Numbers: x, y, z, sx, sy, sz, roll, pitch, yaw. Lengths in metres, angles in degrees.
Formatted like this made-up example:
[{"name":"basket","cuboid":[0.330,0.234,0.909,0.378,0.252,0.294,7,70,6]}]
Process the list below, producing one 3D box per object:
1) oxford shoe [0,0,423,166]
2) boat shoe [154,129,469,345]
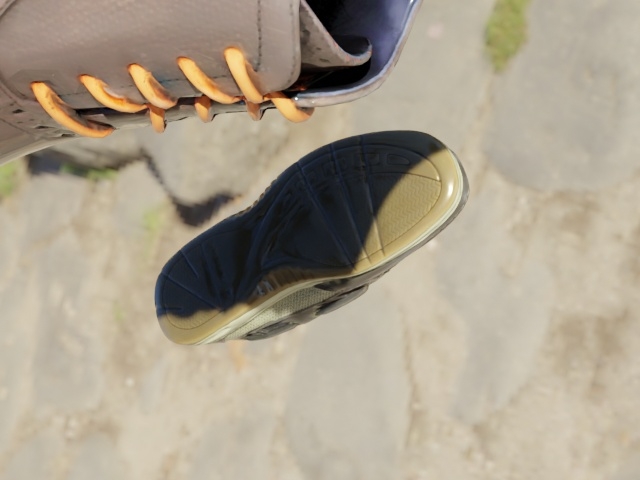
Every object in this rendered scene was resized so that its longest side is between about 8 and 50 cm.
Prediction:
[{"name":"oxford shoe","cuboid":[-0.045,-0.057,0.393,0.271,0.097,0.098,-39,71,19]},{"name":"boat shoe","cuboid":[0.000,0.000,0.743,0.152,0.049,0.056,-25,71,31]}]
